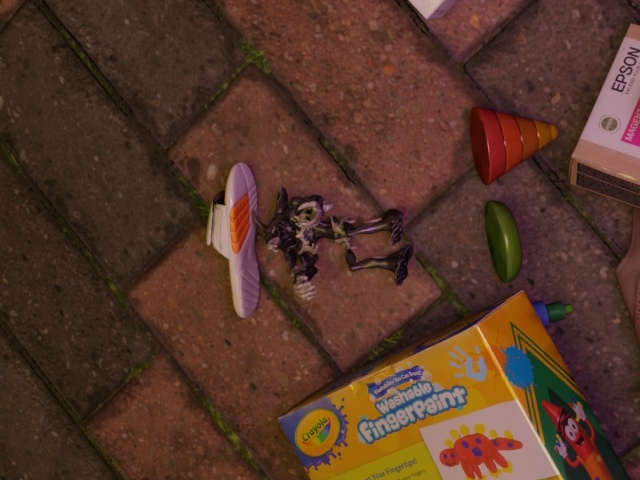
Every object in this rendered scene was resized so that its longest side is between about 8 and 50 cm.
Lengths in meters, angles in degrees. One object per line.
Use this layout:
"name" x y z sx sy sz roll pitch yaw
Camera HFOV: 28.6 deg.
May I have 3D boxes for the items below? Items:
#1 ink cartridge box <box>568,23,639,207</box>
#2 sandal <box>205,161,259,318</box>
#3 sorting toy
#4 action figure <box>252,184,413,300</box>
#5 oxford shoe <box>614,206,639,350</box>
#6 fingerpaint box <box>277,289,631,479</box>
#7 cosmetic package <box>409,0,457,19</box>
"ink cartridge box" 0.473 -0.161 1.728 0.193 0.088 0.235 21 72 17
"sandal" -0.155 0.002 2.100 0.076 0.102 0.265 4 105 21
"sorting toy" 0.318 -0.033 1.900 0.126 0.127 0.366 -12 100 -4
"action figure" 0.000 0.000 2.011 0.275 0.141 0.164 4 114 22
"oxford shoe" 0.503 0.091 1.834 0.132 0.130 0.364 18 110 46
"fingerpaint box" 0.204 0.335 1.930 0.445 0.163 0.371 -32 87 40
"cosmetic package" 0.207 -0.448 1.853 0.231 0.085 0.117 -44 82 23
